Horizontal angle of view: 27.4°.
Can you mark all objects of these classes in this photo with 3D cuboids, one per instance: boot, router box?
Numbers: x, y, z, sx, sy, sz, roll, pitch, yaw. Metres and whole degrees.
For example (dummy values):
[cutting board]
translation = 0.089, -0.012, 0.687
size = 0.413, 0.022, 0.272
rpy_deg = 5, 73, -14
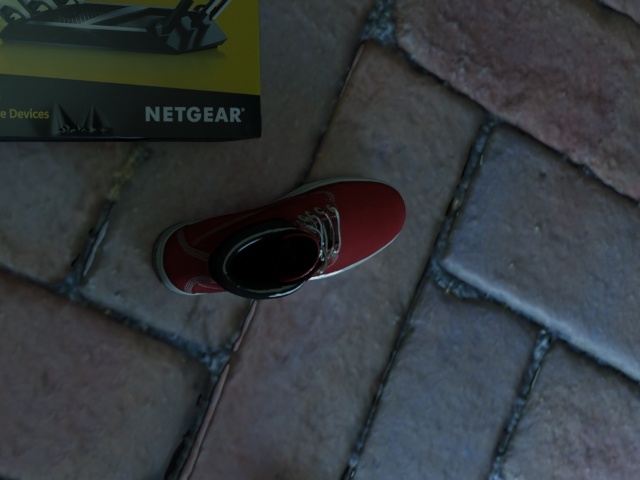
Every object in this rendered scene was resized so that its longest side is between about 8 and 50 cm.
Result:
[boot]
translation = 0.000, 0.000, 1.120
size = 0.244, 0.176, 0.088
rpy_deg = -15, 98, -29
[router box]
translation = -0.201, -0.200, 1.053
size = 0.308, 0.081, 0.243
rpy_deg = -3, 93, -28
